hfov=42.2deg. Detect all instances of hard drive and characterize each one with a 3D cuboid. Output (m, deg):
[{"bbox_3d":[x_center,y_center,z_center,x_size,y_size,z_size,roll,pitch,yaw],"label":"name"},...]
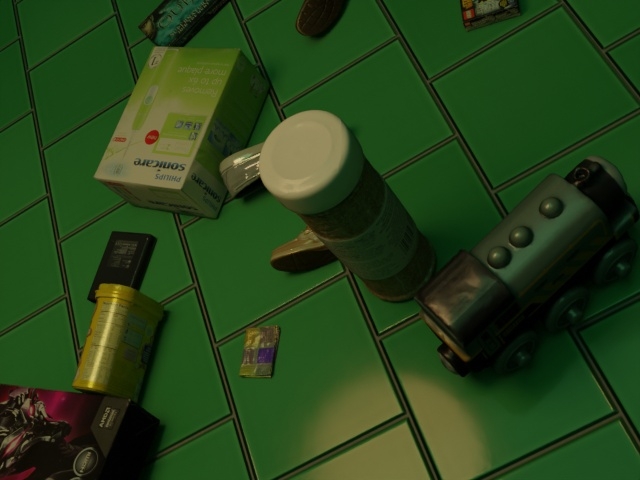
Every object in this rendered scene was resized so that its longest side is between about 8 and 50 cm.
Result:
[{"bbox_3d":[-0.354,0.050,1.475,0.094,0.022,0.135,4,67,28],"label":"hard drive"}]

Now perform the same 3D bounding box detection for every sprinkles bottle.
[{"bbox_3d":[0.049,-0.032,1.109,0.121,0.355,0.121,-11,61,21],"label":"sprinkles bottle"}]

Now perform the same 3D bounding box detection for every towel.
[{"bbox_3d":[-0.096,0.172,1.289,0.060,0.009,0.083,-3,64,24],"label":"towel"}]

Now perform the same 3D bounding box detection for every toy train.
[{"bbox_3d":[0.270,0.037,1.064,0.334,0.190,0.142,-43,55,1],"label":"toy train"}]

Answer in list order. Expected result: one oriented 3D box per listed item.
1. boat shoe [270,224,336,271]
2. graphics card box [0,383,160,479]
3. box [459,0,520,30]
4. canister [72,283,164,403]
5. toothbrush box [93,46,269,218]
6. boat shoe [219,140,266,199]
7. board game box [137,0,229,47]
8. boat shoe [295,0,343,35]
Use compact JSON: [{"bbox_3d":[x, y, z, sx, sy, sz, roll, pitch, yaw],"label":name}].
[{"bbox_3d":[0.000,0.000,1.303,0.170,0.063,0.059,-17,55,7],"label":"boat shoe"},{"bbox_3d":[-0.453,0.353,1.300,0.371,0.094,0.233,1,56,29],"label":"graphics card box"},{"bbox_3d":[0.281,-0.425,1.399,0.094,0.027,0.137,-14,60,21],"label":"box"},{"bbox_3d":[-0.325,0.170,1.336,0.073,0.126,0.170,1,67,27],"label":"canister"},{"bbox_3d":[-0.245,-0.199,1.490,0.206,0.122,0.283,10,71,31],"label":"toothbrush box"},{"bbox_3d":[-0.059,-0.132,1.398,0.227,0.079,0.081,-22,78,13],"label":"boat shoe"},{"bbox_3d":[-0.278,-0.472,1.705,0.186,0.026,0.126,-45,55,0],"label":"board game box"},{"bbox_3d":[0.007,-0.449,1.535,0.178,0.064,0.060,-60,25,-13],"label":"boat shoe"}]
